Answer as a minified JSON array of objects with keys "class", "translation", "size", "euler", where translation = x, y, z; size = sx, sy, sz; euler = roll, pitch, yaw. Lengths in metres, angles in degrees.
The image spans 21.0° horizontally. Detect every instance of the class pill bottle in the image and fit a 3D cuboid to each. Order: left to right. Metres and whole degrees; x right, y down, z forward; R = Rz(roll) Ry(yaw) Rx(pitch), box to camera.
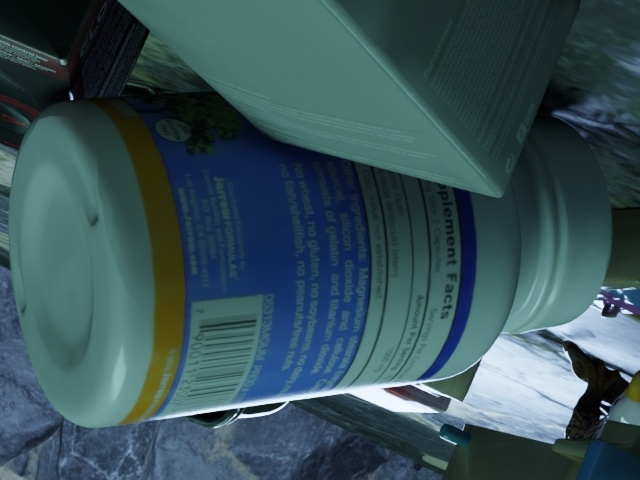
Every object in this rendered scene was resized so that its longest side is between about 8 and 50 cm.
[{"class":"pill bottle","translation":[0.000,0.000,0.838],"size":[0.272,0.152,0.152],"euler":[-6,-175,-28]}]

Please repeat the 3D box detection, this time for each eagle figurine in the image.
[{"class":"eagle figurine","translation":[0.220,0.204,1.350],"size":[0.226,0.298,0.225],"euler":[-13,120,25]}]

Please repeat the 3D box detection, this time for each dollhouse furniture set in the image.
[{"class":"dollhouse furniture set","translation":[0.170,0.159,1.078],"size":[0.198,0.303,0.286],"euler":[28,169,-20]}]

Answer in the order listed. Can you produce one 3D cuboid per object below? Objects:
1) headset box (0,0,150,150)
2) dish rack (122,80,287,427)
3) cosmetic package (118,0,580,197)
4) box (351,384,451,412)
[{"class":"headset box","translation":[-0.197,-0.145,0.844],"size":[0.218,0.110,0.293],"euler":[23,170,-3]},{"class":"dish rack","translation":[-0.104,-0.006,1.132],"size":[0.271,0.208,0.074],"euler":[15,-177,43]},{"class":"cosmetic package","translation":[-0.004,-0.111,0.643],"size":[0.127,0.107,0.238],"euler":[17,166,28]},{"class":"box","translation":[-0.013,0.029,1.305],"size":[0.257,0.122,0.128],"euler":[25,170,-11]}]
